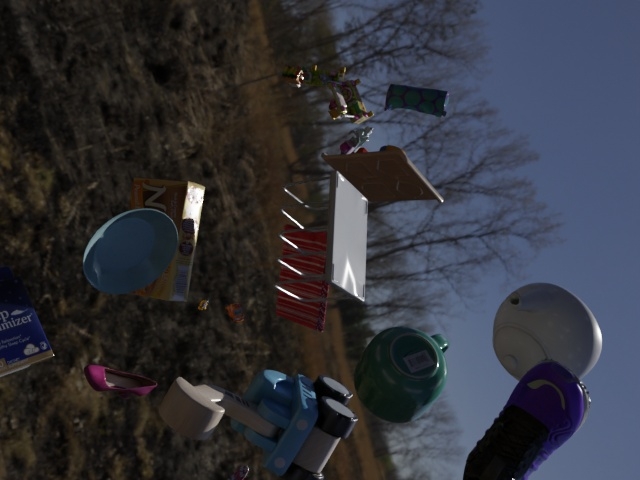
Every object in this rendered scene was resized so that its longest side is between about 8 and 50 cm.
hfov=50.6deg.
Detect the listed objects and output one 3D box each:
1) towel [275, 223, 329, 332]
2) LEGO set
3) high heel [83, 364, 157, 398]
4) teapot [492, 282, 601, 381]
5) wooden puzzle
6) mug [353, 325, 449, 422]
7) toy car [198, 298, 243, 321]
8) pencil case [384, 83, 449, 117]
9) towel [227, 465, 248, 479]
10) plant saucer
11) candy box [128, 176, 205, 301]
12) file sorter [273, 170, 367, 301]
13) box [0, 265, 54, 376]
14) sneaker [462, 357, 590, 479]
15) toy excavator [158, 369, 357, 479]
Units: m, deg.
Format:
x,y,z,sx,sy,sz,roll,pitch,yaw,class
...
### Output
x,y,z,sx,sy,sz,roll,pitch,yaw,class
-0.049,0.100,1.883,0.199,0.031,0.274,15,-78,46,towel
0.007,-0.332,1.525,0.287,0.132,0.107,50,30,18,LEGO set
-0.602,0.417,2.039,0.244,0.117,0.082,57,15,-49,high heel
0.472,0.232,1.492,0.256,0.187,0.252,54,-30,9,teapot
0.221,-0.235,2.342,0.322,0.348,0.080,39,65,-47,wooden puzzle
0.128,0.185,1.023,0.097,0.130,0.157,111,1,-50,mug
-0.269,0.191,1.853,0.060,0.122,0.040,-110,-148,-46,toy car
0.236,-0.340,1.654,0.064,0.152,0.070,-70,169,-52,pencil case
-0.212,0.516,1.263,0.029,0.197,0.144,42,-38,14,towel
-0.371,0.015,1.307,0.037,0.195,0.195,40,-23,37,plant saucer
-0.428,-0.004,1.806,0.087,0.183,0.316,18,79,-64,candy box
0.000,0.000,1.689,0.193,0.173,0.277,36,53,-57,file sorter
-0.658,0.161,1.389,0.036,0.136,0.225,-36,-102,43,box
0.290,0.306,1.002,0.102,0.146,0.293,39,-45,27,sneaker
-0.152,0.420,1.628,0.445,0.222,0.433,28,6,-7,toy excavator
